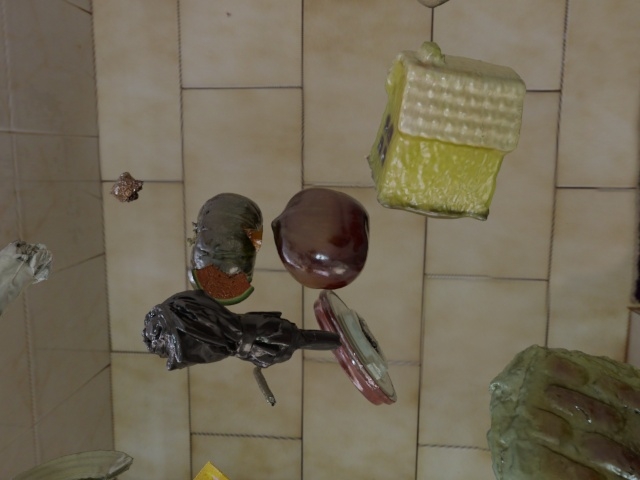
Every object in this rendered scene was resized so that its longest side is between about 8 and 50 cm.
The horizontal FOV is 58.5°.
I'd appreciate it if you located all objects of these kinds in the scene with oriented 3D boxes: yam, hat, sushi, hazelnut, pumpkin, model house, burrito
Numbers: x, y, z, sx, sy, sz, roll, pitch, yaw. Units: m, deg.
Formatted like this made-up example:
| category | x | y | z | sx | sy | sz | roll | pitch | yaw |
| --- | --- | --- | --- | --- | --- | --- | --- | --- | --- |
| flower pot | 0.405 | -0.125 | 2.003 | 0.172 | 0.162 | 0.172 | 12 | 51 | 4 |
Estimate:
| category | x | y | z | sx | sy | sz | roll | pitch | yaw |
| --- | --- | --- | --- | --- | --- | --- | --- | --- | --- |
| yam | -0.146 | 0.379 | 1.492 | 0.027 | 0.129 | 0.033 | 19 | 106 | -35 |
| hat | -0.520 | 0.539 | 1.210 | 0.252 | 0.252 | 0.109 | -6 | 88 | 5 |
| sushi | -0.330 | -0.087 | 0.979 | 0.047 | 0.099 | 0.050 | 34 | 81 | -23 |
| hazelnut | 0.000 | 0.000 | 1.203 | 0.230 | 0.229 | 0.229 | 1 | 98 | 4 |
| pumpkin | -0.214 | 0.012 | 1.262 | 0.159 | 0.238 | 0.237 | 15 | 99 | -4 |
| model house | 0.191 | -0.170 | 0.868 | 0.194 | 0.174 | 0.234 | 7 | 132 | -7 |
| burrito | -0.369 | 0.073 | 0.615 | 0.064 | 0.203 | 0.064 | 15 | 134 | 16 |

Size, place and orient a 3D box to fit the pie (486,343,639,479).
| category | x | y | z | sx | sy | sz | roll | pitch | yaw |
| --- | --- | --- | --- | --- | --- | --- | --- | --- | --- |
| pie | 0.327 | 0.237 | 0.623 | 0.306 | 0.306 | 0.071 | 4 | 133 | 4 |

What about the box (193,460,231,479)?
| category | x | y | z | sx | sy | sz | roll | pitch | yaw |
| --- | --- | --- | --- | --- | --- | --- | --- | --- | --- |
| box | -0.140 | 0.524 | 0.967 | 0.269 | 0.043 | 0.152 | 37 | 67 | 14 |

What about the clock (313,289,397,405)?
| category | x | y | z | sx | sy | sz | roll | pitch | yaw |
| --- | --- | --- | --- | --- | --- | --- | --- | --- | --- |
| clock | 0.095 | 0.251 | 1.385 | 0.080 | 0.318 | 0.318 | -34 | 94 | 8 |

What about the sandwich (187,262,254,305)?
| category | x | y | z | sx | sy | sz | roll | pitch | yaw |
| --- | --- | --- | --- | --- | --- | --- | --- | --- | --- |
| sandwich | -0.173 | 0.077 | 0.977 | 0.029 | 0.135 | 0.067 | 2 | 77 | 46 |

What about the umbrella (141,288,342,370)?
| category | x | y | z | sx | sy | sz | roll | pitch | yaw |
| --- | --- | --- | --- | --- | --- | --- | --- | --- | --- |
| umbrella | -0.104 | 0.146 | 0.879 | 0.340 | 0.118 | 0.118 | 10 | 102 | -38 |

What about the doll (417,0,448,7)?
| category | x | y | z | sx | sy | sz | roll | pitch | yaw |
| --- | --- | --- | --- | --- | --- | --- | --- | --- | --- |
| doll | 0.118 | -0.356 | 0.496 | 0.196 | 0.152 | 0.255 | -18 | 98 | 25 |
